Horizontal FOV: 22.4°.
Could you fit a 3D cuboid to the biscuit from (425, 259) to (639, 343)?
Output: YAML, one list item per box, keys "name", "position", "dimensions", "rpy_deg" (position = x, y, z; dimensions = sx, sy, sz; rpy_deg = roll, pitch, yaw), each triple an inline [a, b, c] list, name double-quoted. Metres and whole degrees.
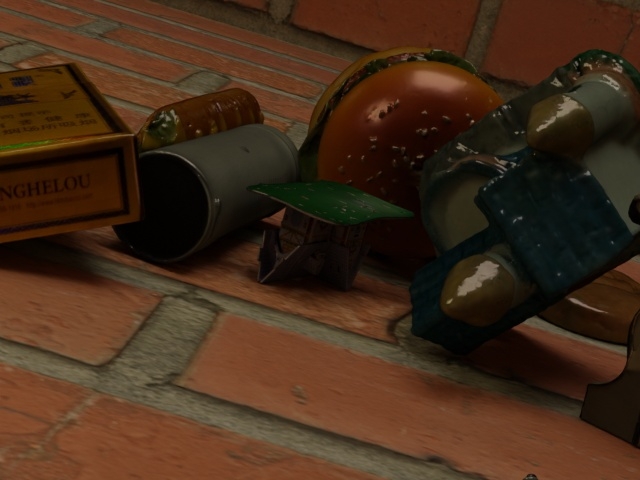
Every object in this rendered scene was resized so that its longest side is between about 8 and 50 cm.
- name: "biscuit"
  position: [0.256, 0.033, 1.876]
  dimensions: [0.269, 0.051, 0.376]
  rpy_deg: [9, 14, -36]

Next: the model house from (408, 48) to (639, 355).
- name: "model house"
  position: [0.166, -0.019, 1.458]
  dimensions: [0.194, 0.267, 0.325]
  rpy_deg: [58, 34, 3]

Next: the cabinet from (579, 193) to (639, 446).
- name: "cabinet"
  position: [0.443, 0.096, 1.392]
  dimensions: [0.318, 0.227, 0.290]
  rpy_deg: [25, 19, 36]

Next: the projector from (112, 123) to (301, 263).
- name: "projector"
  position: [-0.108, -0.054, 1.646]
  dimensions: [0.108, 0.108, 0.337]
  rpy_deg: [19, 12, 11]

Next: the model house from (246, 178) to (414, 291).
- name: "model house"
  position: [0.000, 0.000, 1.590]
  dimensions: [0.117, 0.088, 0.167]
  rpy_deg: [23, 15, 27]

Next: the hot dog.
- name: "hot dog"
  position: [-0.148, -0.113, 1.850]
  dimensions: [0.072, 0.115, 0.269]
  rpy_deg: [52, 28, 5]

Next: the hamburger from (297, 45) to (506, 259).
- name: "hamburger"
  position: [0.101, -0.084, 1.743]
  dimensions: [0.246, 0.246, 0.170]
  rpy_deg: [13, 16, -16]

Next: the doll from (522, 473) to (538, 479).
- name: "doll"
  position: [0.159, 0.192, 1.083]
  dimensions: [0.058, 0.040, 0.085]
  rpy_deg: [23, 9, -20]

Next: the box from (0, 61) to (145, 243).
- name: "box"
  position: [-0.285, -0.082, 1.463]
  dimensions: [0.193, 0.084, 0.301]
  rpy_deg: [-9, 20, -15]
